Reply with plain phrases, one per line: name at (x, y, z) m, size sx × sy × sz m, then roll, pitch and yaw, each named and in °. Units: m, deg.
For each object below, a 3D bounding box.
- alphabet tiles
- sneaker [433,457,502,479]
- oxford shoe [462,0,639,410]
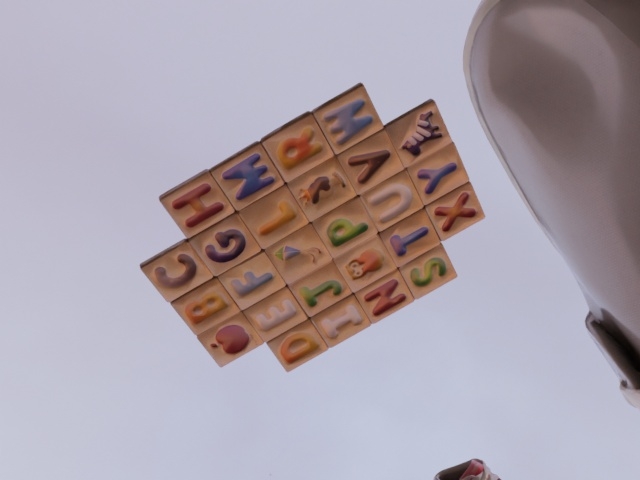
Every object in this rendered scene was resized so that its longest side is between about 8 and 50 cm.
alphabet tiles at (0.000, 0.000, 0.956) m, size 0.343 × 0.285 × 0.011 m, roll -29°, pitch -142°, yaw 2°
sneaker at (0.162, 0.236, 0.812) m, size 0.134 × 0.051 × 0.070 m, roll -2°, pitch -79°, yaw 25°
oxford shoe at (0.208, 0.071, 0.378) m, size 0.130 × 0.169 × 0.449 m, roll -38°, pitch -85°, yaw -38°
